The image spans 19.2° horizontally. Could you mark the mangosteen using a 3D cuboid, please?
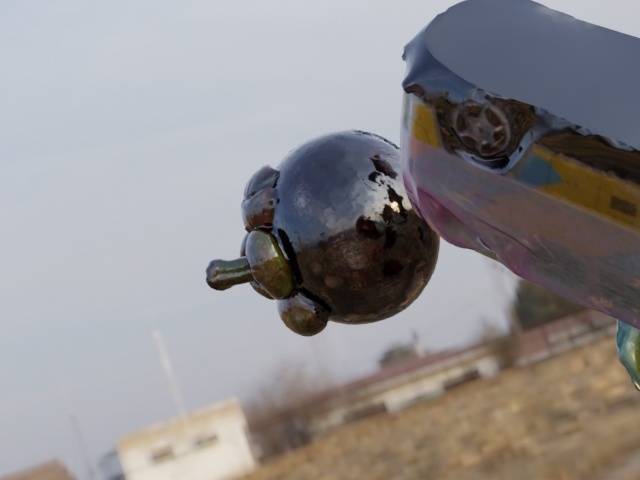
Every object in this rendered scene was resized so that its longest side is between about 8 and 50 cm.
[{"bbox_3d":[0.000,0.000,1.942,0.250,0.211,0.211,-22,-6,-5],"label":"mangosteen"}]

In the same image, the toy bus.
[{"bbox_3d":[0.232,-0.031,1.347,0.171,0.386,0.162,-44,-29,-46],"label":"toy bus"}]

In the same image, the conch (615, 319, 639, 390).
[{"bbox_3d":[0.337,0.029,1.633,0.202,0.196,0.134,-45,-5,22],"label":"conch"}]
